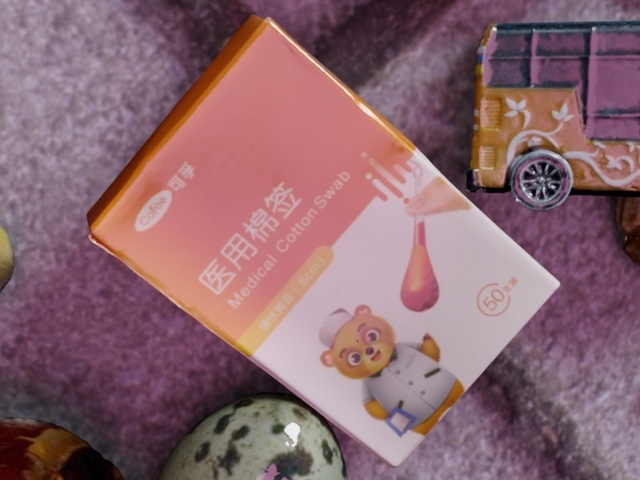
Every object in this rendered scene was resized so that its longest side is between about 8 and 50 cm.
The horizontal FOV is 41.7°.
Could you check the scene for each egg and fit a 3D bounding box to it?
[{"bbox_3d":[-0.059,0.232,0.750,0.177,0.177,0.228,19,118,-11],"label":"egg"}]

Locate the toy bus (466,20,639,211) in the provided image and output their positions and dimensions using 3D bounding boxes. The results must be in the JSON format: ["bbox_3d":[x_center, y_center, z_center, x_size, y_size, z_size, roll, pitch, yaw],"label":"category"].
[{"bbox_3d":[0.271,-0.109,0.722,0.276,0.138,0.167,4,99,15],"label":"toy bus"}]

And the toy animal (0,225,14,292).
[{"bbox_3d":[-0.375,0.060,0.715,0.169,0.121,0.233,25,100,-26],"label":"toy animal"}]

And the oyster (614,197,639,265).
[{"bbox_3d":[0.367,-0.127,0.805,0.129,0.078,0.344,12,97,11],"label":"oyster"}]

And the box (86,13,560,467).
[{"bbox_3d":[0.000,0.000,0.740,0.341,0.143,0.225,40,93,-14],"label":"box"}]

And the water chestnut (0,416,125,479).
[{"bbox_3d":[-0.319,0.308,0.679,0.347,0.335,0.334,3,101,4],"label":"water chestnut"}]
